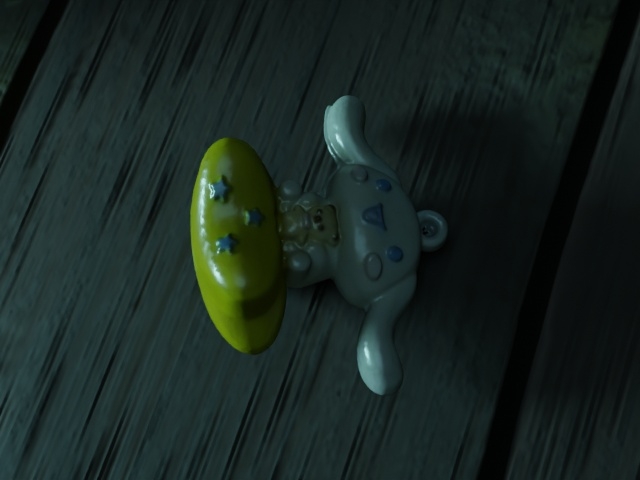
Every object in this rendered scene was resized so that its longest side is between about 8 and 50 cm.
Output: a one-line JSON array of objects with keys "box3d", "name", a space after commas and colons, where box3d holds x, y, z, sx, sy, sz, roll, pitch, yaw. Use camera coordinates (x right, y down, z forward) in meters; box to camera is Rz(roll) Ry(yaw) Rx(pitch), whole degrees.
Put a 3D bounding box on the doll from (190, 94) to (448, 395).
[{"box3d": [0.001, 0.007, 0.469, 0.113, 0.071, 0.135, -25, 73, -19], "name": "doll"}]
